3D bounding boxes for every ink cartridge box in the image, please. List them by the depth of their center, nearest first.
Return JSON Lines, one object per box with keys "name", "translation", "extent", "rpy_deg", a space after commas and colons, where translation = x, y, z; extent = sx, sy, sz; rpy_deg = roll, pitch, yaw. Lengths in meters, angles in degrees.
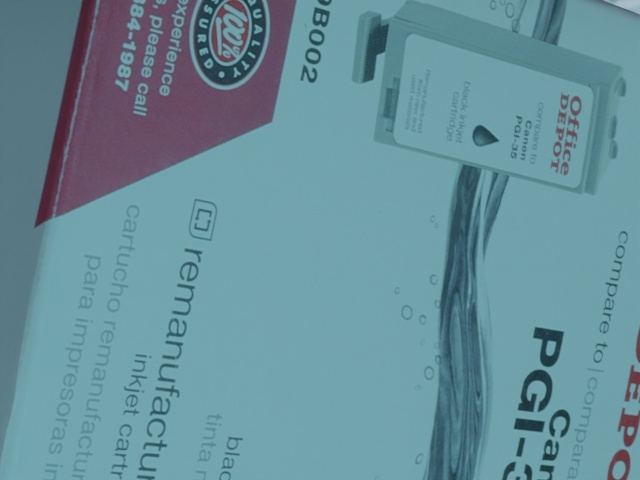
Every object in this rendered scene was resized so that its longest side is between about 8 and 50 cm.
{"name": "ink cartridge box", "translation": [0.000, 0.000, 0.611], "extent": [0.283, 0.117, 0.207], "rpy_deg": [11, 91, -41]}
